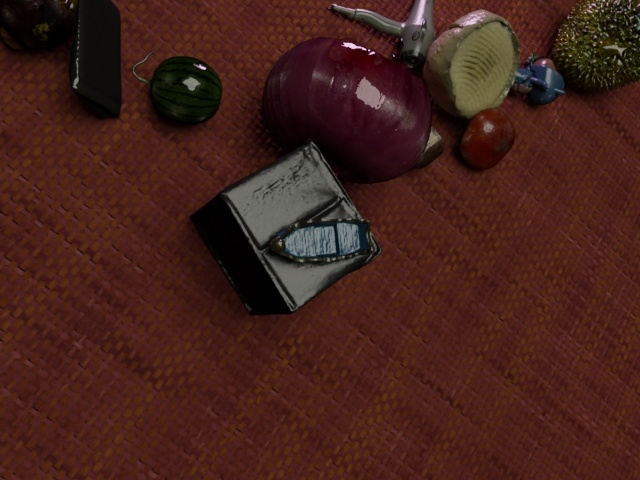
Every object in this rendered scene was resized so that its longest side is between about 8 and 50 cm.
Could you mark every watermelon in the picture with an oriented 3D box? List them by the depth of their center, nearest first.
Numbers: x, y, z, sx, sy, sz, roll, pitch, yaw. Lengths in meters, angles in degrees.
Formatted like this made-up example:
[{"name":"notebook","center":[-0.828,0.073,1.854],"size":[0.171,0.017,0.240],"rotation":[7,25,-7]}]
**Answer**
[{"name":"watermelon","center":[-0.295,-0.312,1.529],"size":[0.187,0.141,0.140],"rotation":[13,75,-8]}]

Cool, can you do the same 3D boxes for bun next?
[{"name":"bun","center":[0.352,-0.424,1.786],"size":[0.259,0.152,0.259],"rotation":[-18,122,-31]}]

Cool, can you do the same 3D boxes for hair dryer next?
[{"name":"hair dryer","center":[0.180,-0.562,1.818],"size":[0.267,0.092,0.229],"rotation":[35,61,-3]}]

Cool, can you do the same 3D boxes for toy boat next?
[{"name":"toy boat","center":[0.000,0.000,1.251],"size":[0.185,0.077,0.075],"rotation":[-4,87,-16]}]

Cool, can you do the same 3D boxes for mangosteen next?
[{"name":"mangosteen","center":[-0.572,-0.462,1.432],"size":[0.217,0.192,0.192],"rotation":[-4,79,9]}]

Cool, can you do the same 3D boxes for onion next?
[{"name":"onion","center":[0.042,-0.244,1.529],"size":[0.358,0.358,0.345],"rotation":[43,54,-10]}]

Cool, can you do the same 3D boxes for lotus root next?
[{"name":"lotus root","center":[0.223,-0.225,1.742],"size":[0.122,0.112,0.081],"rotation":[45,83,-7]}]

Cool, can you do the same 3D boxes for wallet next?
[{"name":"wallet","center":[-0.443,-0.378,1.474],"size":[0.052,0.168,0.245],"rotation":[-3,79,11]}]

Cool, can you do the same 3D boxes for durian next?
[{"name":"durian","center":[0.763,-0.521,1.962],"size":[0.291,0.224,0.291],"rotation":[2,85,-21]}]

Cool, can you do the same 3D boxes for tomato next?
[{"name":"tomato","center":[0.413,-0.239,1.798],"size":[0.155,0.069,0.155],"rotation":[-18,127,-26]}]

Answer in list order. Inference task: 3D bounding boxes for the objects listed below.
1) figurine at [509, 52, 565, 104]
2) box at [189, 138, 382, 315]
[{"name":"figurine","center":[0.543,-0.429,1.923],"size":[0.178,0.114,0.144],"rotation":[10,74,-12]},{"name":"box","center":[-0.083,-0.013,1.446],"size":[0.204,0.345,0.251],"rotation":[-33,94,-19]}]
